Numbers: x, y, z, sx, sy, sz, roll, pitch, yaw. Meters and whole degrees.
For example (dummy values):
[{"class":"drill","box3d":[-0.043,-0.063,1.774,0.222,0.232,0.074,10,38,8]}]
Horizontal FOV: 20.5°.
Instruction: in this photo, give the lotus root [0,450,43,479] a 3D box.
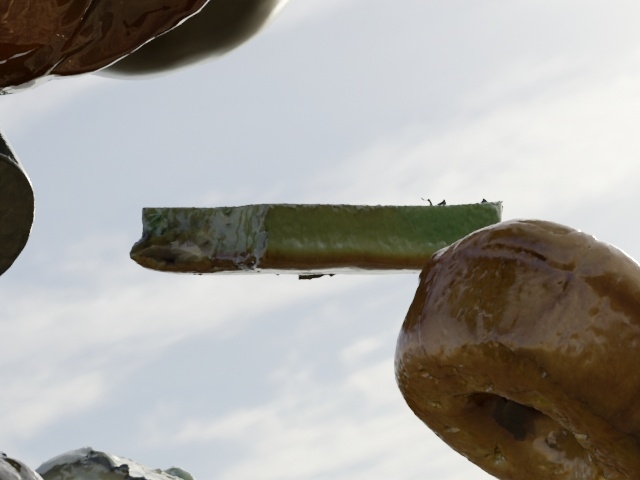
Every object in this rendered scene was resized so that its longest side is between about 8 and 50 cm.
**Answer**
[{"class":"lotus root","box3d":[-0.258,0.259,1.405,0.138,0.214,0.138,-26,-10,-5]}]

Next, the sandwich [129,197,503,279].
[{"class":"sandwich","box3d":[0.000,0.000,1.347,0.245,0.063,0.212,-3,0,17]}]

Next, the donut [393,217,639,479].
[{"class":"donut","box3d":[0.156,0.087,1.161,0.114,0.226,0.226,-59,0,-25]}]

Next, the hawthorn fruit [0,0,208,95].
[{"class":"hawthorn fruit","box3d":[-0.227,-0.311,1.106,0.471,0.472,0.472,-21,-16,-6]}]

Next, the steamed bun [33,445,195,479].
[{"class":"steamed bun","box3d":[-0.169,0.379,1.749,0.312,0.334,0.233,-63,-19,-3]}]

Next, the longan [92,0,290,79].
[{"class":"longan","box3d":[-0.181,-0.339,1.754,0.361,0.361,0.361,-21,-16,-6]}]

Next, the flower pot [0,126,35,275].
[{"class":"flower pot","box3d":[-0.337,-0.040,1.492,0.235,0.148,0.235,-27,-44,-30]}]
